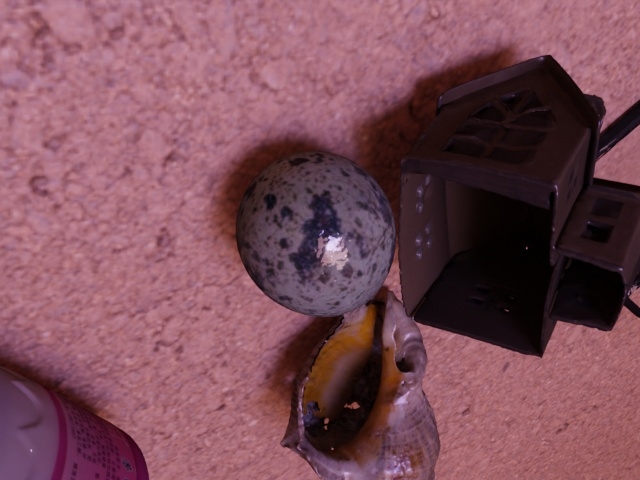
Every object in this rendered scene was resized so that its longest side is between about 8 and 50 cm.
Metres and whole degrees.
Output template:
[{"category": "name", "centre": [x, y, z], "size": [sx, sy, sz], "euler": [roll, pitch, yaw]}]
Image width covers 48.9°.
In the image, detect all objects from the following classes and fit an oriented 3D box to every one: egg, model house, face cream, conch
[{"category": "egg", "centre": [0.000, 0.000, 0.598], "size": [0.132, 0.132, 0.172], "euler": [-34, 145, -2]}, {"category": "model house", "centre": [0.209, -0.047, 0.633], "size": [0.243, 0.204, 0.211], "euler": [-50, 145, -38]}, {"category": "face cream", "centre": [-0.263, 0.202, 0.571], "size": [0.175, 0.175, 0.195], "euler": [-37, 138, 0]}, {"category": "conch", "centre": [0.046, 0.174, 0.766], "size": [0.178, 0.162, 0.246], "euler": [4, 95, -53]}]

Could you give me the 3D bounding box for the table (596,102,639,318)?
[{"category": "table", "centre": [0.476, -0.011, 0.824], "size": [0.272, 0.222, 0.335], "euler": [-43, 135, 4]}]
